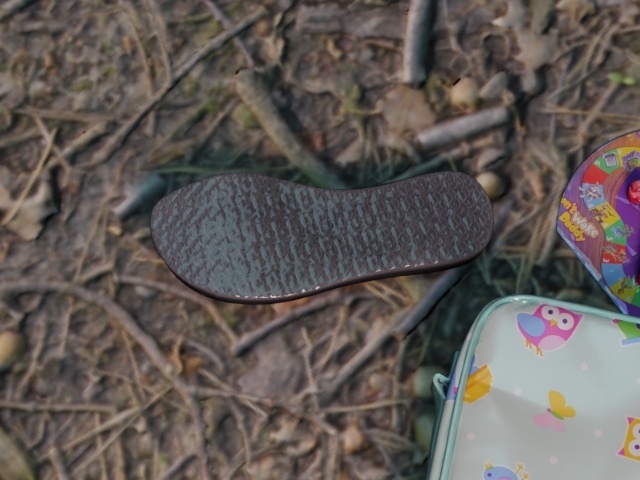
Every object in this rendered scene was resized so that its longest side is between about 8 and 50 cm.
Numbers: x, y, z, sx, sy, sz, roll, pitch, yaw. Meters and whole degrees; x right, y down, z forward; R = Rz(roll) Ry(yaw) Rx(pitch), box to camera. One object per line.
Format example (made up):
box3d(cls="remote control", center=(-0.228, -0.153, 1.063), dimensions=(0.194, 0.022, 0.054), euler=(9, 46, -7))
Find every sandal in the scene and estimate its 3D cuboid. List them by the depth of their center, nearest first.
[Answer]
box3d(cls="sandal", center=(0.001, 0.001, 1.326), dimensions=(0.255, 0.054, 0.097), euler=(-1, 77, -8))

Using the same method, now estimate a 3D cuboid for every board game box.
box3d(cls="board game box", center=(0.260, -0.010, 1.321), dimensions=(0.133, 0.033, 0.168), euler=(-33, 72, -9))

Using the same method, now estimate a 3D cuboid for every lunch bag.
box3d(cls="lunch bag", center=(0.173, 0.179, 1.219), dimensions=(0.224, 0.108, 0.279), euler=(11, 71, 8))
